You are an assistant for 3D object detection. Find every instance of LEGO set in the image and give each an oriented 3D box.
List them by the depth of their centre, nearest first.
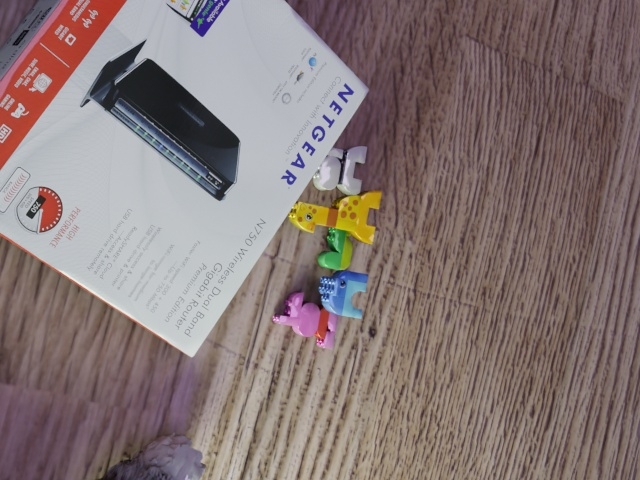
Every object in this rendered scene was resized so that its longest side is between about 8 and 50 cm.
[{"bbox_3d":[0.000,0.000,0.945,0.093,0.087,0.227,11,87,-23],"label":"LEGO set"}]

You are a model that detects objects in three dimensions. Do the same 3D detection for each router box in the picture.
[{"bbox_3d":[-0.151,-0.109,0.843,0.301,0.082,0.336,39,78,-34],"label":"router box"}]

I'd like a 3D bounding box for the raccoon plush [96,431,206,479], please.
[{"bbox_3d":[-0.355,0.290,0.803,0.299,0.216,0.446,41,47,-4],"label":"raccoon plush"}]
